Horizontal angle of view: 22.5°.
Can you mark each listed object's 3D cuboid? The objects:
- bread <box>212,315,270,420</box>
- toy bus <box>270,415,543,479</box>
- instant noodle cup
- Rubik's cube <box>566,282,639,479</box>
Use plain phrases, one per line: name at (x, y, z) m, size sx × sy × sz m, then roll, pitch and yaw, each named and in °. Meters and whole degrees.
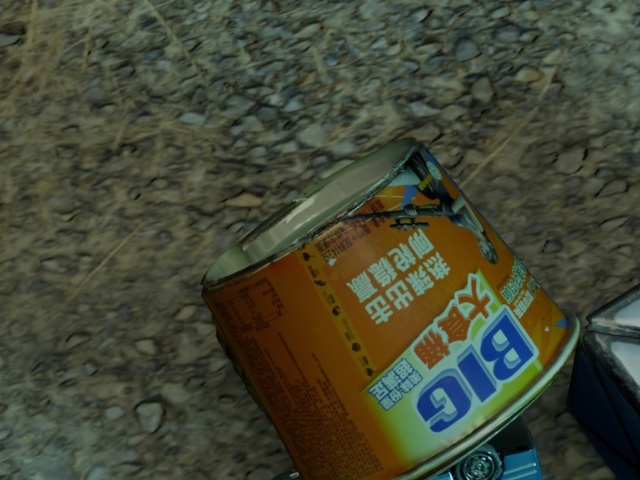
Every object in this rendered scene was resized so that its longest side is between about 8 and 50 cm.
bread at (0.010, 0.070, 1.543) m, size 0.222 × 0.096 × 0.181 m, roll -41°, pitch 106°, yaw -9°
toy bus at (0.082, 0.244, 1.478) m, size 0.246 × 0.113 × 0.134 m, roll -18°, pitch 109°, yaw -2°
instant noodle cup at (0.047, 0.061, 1.367) m, size 0.296 × 0.296 × 0.214 m, roll -35°, pitch 100°, yaw -8°
Rubik's cube at (0.393, 0.142, 1.429) m, size 0.255 × 0.259 × 0.260 m, roll -32°, pitch 72°, yaw -8°
